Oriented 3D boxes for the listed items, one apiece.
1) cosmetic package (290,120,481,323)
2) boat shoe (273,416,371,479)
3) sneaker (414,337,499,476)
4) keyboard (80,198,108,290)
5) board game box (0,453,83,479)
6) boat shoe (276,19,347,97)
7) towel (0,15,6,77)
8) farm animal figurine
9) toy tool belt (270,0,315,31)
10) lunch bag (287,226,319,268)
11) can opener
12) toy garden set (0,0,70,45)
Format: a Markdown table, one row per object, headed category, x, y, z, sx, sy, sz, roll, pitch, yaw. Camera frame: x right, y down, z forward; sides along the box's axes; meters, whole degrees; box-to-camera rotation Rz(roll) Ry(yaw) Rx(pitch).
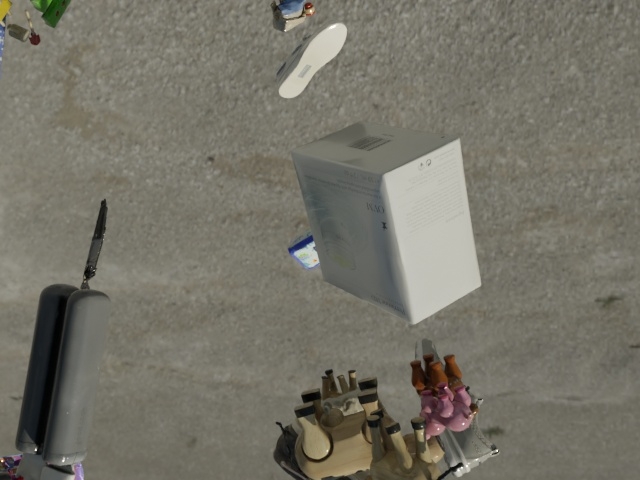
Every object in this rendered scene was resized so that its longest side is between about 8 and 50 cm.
| category | x | y | z | sx | sy | sz | roll | pitch | yaw |
| --- | --- | --- | --- | --- | --- | --- | --- | --- | --- |
| cosmetic package | 0.091 | -0.033 | 1.050 | 0.224 | 0.138 | 0.224 | 22 | 133 | 54 |
| boat shoe | 0.053 | 0.459 | 1.331 | 0.335 | 0.095 | 0.112 | 39 | -166 | 20 |
| sneaker | 0.267 | 0.325 | 1.485 | 0.115 | 0.281 | 0.105 | -18 | 156 | -1 |
| keyboard | -0.580 | 0.036 | 1.885 | 0.033 | 0.201 | 0.317 | 14 | 157 | -16 |
| board game box | -0.496 | 0.434 | 1.276 | 0.169 | 0.133 | 0.033 | -3 | -167 | -26 |
| boat shoe | -0.022 | -0.347 | 1.370 | 0.066 | 0.063 | 0.184 | 8 | 138 | -36 |
| towel | -0.707 | -0.493 | 1.546 | 0.040 | 0.336 | 0.243 | 3 | -176 | -39 |
| farm animal figurine | 0.096 | 0.308 | 1.114 | 0.327 | 0.172 | 0.330 | -11 | -175 | 24 |
| toy tool belt | -0.044 | -0.373 | 1.178 | 0.052 | 0.083 | 0.051 | 32 | 148 | 38 |
| lunch bag | 0.000 | 0.000 | 1.763 | 0.129 | 0.096 | 0.151 | -34 | 165 | 12 |
| can opener | -0.267 | 0.182 | 0.685 | 0.076 | 0.283 | 0.095 | 8 | 178 | 29 |
| toy garden set | -0.578 | -0.486 | 1.443 | 0.049 | 0.204 | 0.244 | 26 | 169 | 2 |
